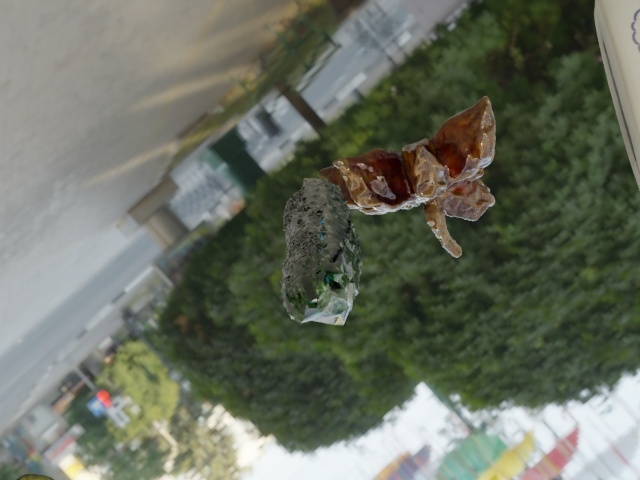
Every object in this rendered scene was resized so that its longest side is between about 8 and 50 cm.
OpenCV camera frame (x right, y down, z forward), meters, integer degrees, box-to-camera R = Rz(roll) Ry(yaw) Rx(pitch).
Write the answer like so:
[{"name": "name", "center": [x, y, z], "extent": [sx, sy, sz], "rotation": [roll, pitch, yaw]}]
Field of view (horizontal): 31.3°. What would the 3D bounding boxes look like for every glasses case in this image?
[{"name": "glasses case", "center": [0.228, -0.095, 0.732], "extent": [0.076, 0.197, 0.049], "rotation": [-6, 153, 0]}]

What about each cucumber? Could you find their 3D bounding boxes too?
[{"name": "cucumber", "center": [0.001, 0.001, 0.641], "extent": [0.044, 0.043, 0.256], "rotation": [-62, -174, 10]}]

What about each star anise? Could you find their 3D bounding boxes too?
[{"name": "star anise", "center": [0.105, -0.065, 1.166], "extent": [0.196, 0.212, 0.111], "rotation": [119, -29, -54]}]

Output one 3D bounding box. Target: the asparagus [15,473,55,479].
[{"name": "asparagus", "center": [-0.296, 0.353, 1.209], "extent": [0.060, 0.067, 0.277], "rotation": [-50, 158, -47]}]
